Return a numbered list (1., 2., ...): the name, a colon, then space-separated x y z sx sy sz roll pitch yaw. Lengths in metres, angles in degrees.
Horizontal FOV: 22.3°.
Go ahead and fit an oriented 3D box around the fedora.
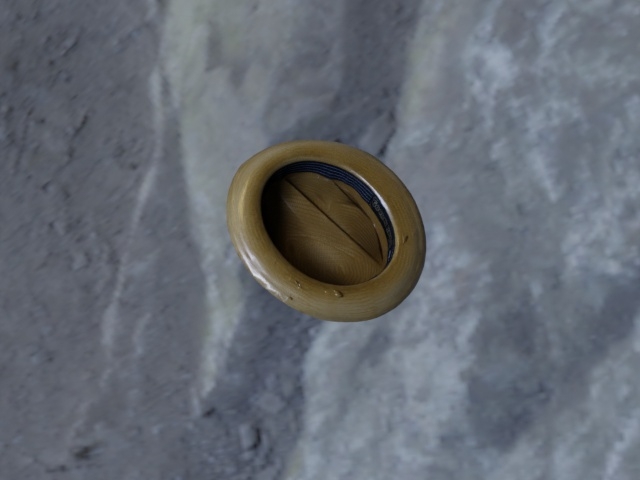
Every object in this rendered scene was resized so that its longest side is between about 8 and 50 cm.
1. fedora: 0.000 0.000 1.492 0.194 0.079 0.194 7 60 -12
